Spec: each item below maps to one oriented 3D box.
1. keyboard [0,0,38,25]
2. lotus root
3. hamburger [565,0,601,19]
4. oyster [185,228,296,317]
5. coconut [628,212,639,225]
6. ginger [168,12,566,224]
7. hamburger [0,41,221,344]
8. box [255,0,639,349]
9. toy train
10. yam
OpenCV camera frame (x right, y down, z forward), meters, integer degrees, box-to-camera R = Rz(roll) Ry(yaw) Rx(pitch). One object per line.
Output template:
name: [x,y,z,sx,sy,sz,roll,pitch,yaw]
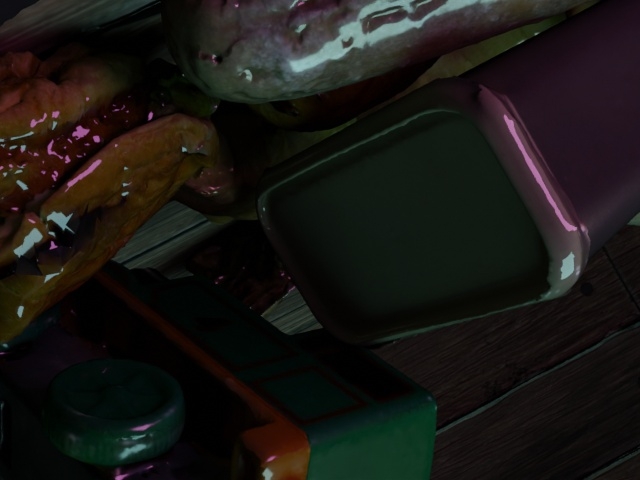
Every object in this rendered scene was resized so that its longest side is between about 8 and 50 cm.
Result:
keyboard: [-0.176,-0.090,0.500,0.196,0.015,0.074,-40,155,-30]
lotus root: [0.028,-0.126,0.787,0.190,0.094,0.108,-22,-160,-39]
hamburger: [0.258,-0.180,0.852,0.237,0.237,0.149,-24,-151,-21]
oyster: [-0.009,0.006,1.300,0.361,0.096,0.221,-30,174,8]
coconut: [0.276,-0.118,1.087,0.241,0.241,0.241,-27,169,-6]
ginger: [0.019,-0.051,0.992,0.348,0.122,0.363,-15,155,-19]
hamburger: [-0.155,-0.022,0.722,0.206,0.130,0.183,-20,169,-46]
box: [0.099,-0.041,0.758,0.178,0.138,0.274,-34,-173,-29]
toy train: [-0.100,0.116,0.831,0.249,0.429,0.178,-12,119,-36]
yam: [0.073,-0.165,0.649,0.330,0.133,0.133,-24,169,-6]
